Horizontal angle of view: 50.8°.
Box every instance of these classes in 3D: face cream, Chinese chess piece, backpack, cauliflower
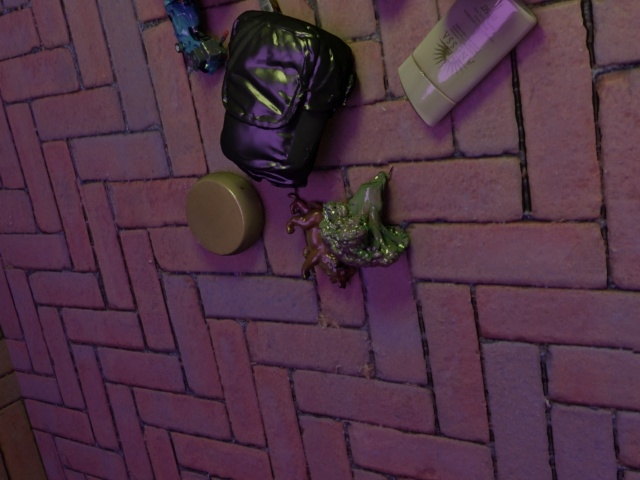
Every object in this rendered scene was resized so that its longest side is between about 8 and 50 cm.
[{"bbox_3d":[0.325,-0.445,1.590,0.173,0.081,0.348,52,126,9],"label":"face cream"},{"bbox_3d":[-0.303,-0.083,2.121,0.273,0.102,0.273,13,114,31],"label":"Chinese chess piece"},{"bbox_3d":[-0.111,-0.363,1.805,0.363,0.255,0.446,24,105,23],"label":"backpack"},{"bbox_3d":[0.115,-0.060,1.820,0.256,0.239,0.315,30,106,50],"label":"cauliflower"}]

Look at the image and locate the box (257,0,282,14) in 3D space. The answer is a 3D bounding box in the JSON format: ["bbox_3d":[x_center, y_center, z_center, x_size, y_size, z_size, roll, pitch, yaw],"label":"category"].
[{"bbox_3d":[-0.168,-0.709,1.834,0.041,0.050,0.207,-20,95,32],"label":"box"}]

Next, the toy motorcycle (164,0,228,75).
[{"bbox_3d":[-0.370,-0.622,1.965,0.272,0.123,0.182,59,148,4],"label":"toy motorcycle"}]

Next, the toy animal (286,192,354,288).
[{"bbox_3d":[0.000,0.000,1.972,0.157,0.097,0.312,-13,97,23],"label":"toy animal"}]

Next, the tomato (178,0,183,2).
[{"bbox_3d":[-0.339,-0.822,1.833,0.338,0.143,0.338,14,111,41],"label":"tomato"}]
